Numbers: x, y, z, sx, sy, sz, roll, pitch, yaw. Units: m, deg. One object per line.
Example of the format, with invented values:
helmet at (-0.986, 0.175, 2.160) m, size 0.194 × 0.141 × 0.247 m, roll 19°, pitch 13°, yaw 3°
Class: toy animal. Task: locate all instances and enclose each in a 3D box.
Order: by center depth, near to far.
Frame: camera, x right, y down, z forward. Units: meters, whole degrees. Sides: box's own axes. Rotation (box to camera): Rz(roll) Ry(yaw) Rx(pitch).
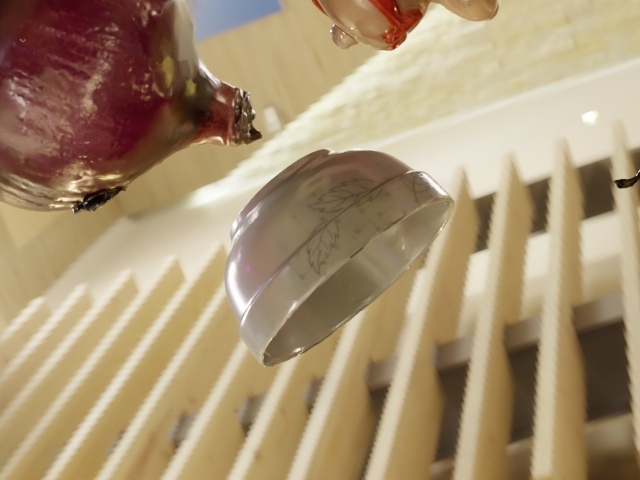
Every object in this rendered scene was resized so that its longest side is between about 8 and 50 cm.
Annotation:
toy animal at (0.082, -0.278, 1.510) m, size 0.197 × 0.171 × 0.171 m, roll -14°, pitch -164°, yaw 4°

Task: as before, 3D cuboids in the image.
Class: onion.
onion at (-0.239, -0.185, 1.674) m, size 0.385 × 0.348 × 0.348 m, roll 14°, pitch -177°, yaw -21°

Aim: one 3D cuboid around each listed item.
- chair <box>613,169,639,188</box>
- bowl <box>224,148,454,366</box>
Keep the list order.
chair at (0.409, -0.088, 1.355) m, size 0.213 × 0.149 × 0.174 m, roll -33°, pitch 159°, yaw -42°
bowl at (0.000, 0.000, 1.659) m, size 0.287 × 0.144 × 0.287 m, roll -39°, pitch 166°, yaw -11°
